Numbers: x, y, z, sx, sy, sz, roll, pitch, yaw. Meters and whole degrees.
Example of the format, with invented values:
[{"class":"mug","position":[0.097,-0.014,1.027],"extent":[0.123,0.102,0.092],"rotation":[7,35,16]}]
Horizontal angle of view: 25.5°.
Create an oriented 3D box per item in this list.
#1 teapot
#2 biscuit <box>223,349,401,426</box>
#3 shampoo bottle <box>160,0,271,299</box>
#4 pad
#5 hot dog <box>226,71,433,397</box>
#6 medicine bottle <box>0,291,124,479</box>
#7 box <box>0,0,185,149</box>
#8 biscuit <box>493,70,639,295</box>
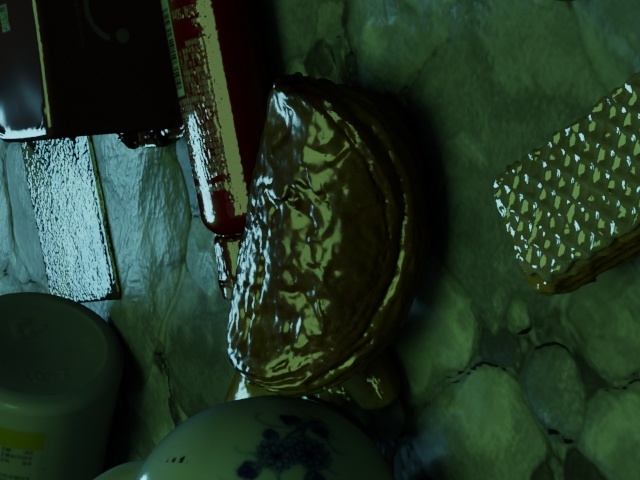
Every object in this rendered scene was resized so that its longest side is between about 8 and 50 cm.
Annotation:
[{"class":"teapot","position":[-0.057,0.279,1.188],"extent":[0.424,0.280,0.252],"rotation":[16,136,18]},{"class":"biscuit","position":[-0.022,0.150,1.337],"extent":[0.154,0.045,0.299],"rotation":[63,143,23]},{"class":"shampoo bottle","position":[-0.084,-0.104,1.318],"extent":[0.118,0.076,0.314],"rotation":[-6,96,55]},{"class":"pad","position":[-0.324,-0.083,1.755],"extent":[0.220,0.004,0.330],"rotation":[-9,93,57]},{"class":"hot dog","position":[0.000,0.000,1.183],"extent":[0.196,0.122,0.272],"rotation":[30,117,54]},{"class":"medicine bottle","position":[-0.367,0.251,1.742],"extent":[0.208,0.208,0.339],"rotation":[49,137,37]},{"class":"box","position":[-0.249,-0.232,1.448],"extent":[0.193,0.167,0.294],"rotation":[2,102,58]},{"class":"biscuit","position":[0.236,-0.074,0.832],"extent":[0.379,0.054,0.094],"rotation":[-38,62,51]}]
